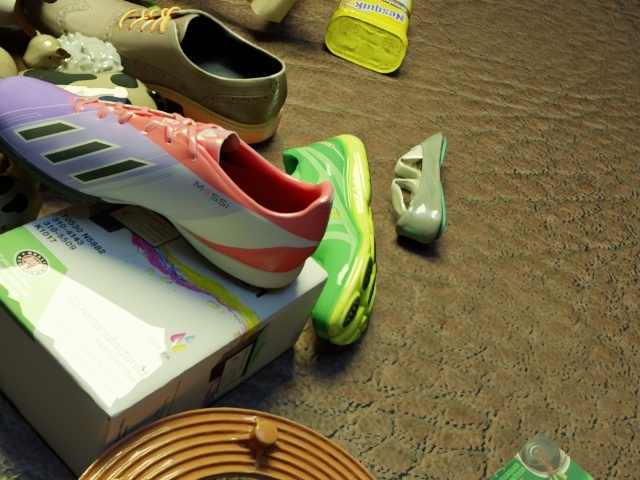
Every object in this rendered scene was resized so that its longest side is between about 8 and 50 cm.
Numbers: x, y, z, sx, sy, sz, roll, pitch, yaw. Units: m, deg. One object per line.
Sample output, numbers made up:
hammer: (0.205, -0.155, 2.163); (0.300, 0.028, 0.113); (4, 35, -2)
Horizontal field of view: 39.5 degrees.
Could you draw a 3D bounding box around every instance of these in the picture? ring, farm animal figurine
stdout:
ring: (-0.044, 0.277, 0.665); (0.337, 0.032, 0.336); (17, 48, -20)
farm animal figurine: (-0.302, -0.115, 0.900); (0.327, 0.172, 0.330); (-12, 52, -36)

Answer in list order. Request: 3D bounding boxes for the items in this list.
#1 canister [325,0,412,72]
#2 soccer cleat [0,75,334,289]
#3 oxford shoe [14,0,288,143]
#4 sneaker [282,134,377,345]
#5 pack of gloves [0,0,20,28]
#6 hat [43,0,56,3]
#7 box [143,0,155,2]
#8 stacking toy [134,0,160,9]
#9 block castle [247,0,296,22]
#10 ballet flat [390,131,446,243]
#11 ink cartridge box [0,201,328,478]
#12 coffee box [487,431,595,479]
canister: (0.081, -0.351, 1.427); (0.126, 0.073, 0.169); (21, 39, -5)
soccer cleat: (-0.138, -0.074, 0.775); (0.318, 0.116, 0.108); (29, 41, -7)
oxford shoe: (-0.205, -0.255, 1.112); (0.364, 0.132, 0.129); (22, 58, -3)
sneaker: (0.000, 0.000, 1.002); (0.124, 0.109, 0.295); (-4, 45, 2)
pack of gloves: (-0.511, -0.335, 1.140); (0.232, 0.046, 0.195); (-3, 61, -21)
hat: (-0.341, -0.348, 1.010); (0.134, 0.331, 0.331); (17, 38, -33)
box: (-0.281, -0.394, 1.201); (0.137, 0.072, 0.126); (43, 18, 6)
stacking toy: (-0.345, -0.370, 1.251); (0.167, 0.052, 0.221); (-22, 59, -41)
block castle: (-0.145, -0.565, 1.301); (0.453, 0.213, 0.303); (36, 35, -13)
ballet flat: (0.127, -0.080, 1.158); (0.068, 0.072, 0.213); (14, 41, -4)
ink cartridge box: (-0.160, 0.057, 0.826); (0.201, 0.117, 0.278); (41, 43, 17)
coffee box: (0.246, 0.279, 0.847); (0.184, 0.040, 0.113); (44, 43, 22)
